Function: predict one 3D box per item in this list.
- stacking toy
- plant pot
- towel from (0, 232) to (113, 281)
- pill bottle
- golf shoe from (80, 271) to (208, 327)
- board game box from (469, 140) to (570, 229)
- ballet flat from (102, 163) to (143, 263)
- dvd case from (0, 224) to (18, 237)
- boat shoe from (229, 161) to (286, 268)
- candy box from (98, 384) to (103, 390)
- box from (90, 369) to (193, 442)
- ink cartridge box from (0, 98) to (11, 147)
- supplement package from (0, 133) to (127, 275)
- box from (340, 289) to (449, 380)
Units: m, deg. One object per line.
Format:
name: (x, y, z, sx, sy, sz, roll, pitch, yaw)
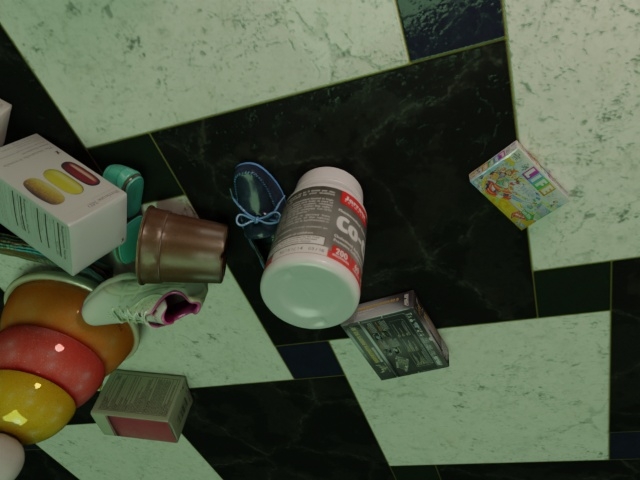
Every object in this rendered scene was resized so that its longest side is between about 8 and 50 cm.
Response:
stacking toy: (-0.663, 0.335, 1.210, 0.350, 0.480, 0.351, 5, 131, 6)
plant pot: (-0.277, 0.018, 1.089, 0.165, 0.167, 0.167, 6, 132, -6)
towel: (-0.659, 0.020, 1.132, 0.369, 0.040, 0.271, 13, 167, -5)
pill bottle: (0.000, 0.000, 0.930, 0.161, 0.283, 0.161, 5, 131, 6)
golf shoe: (-0.395, 0.139, 1.174, 0.306, 0.140, 0.115, -20, 132, 3)
board game box: (0.360, -0.096, 0.954, 0.154, 0.026, 0.103, 37, 127, -20)
ballet flat: (-0.418, -0.060, 1.102, 0.087, 0.083, 0.247, 32, 133, 14)
dvd case: (-0.735, -0.034, 1.114, 0.180, 0.022, 0.253, 13, 167, 0)
boat shoe: (-0.105, -0.033, 1.050, 0.108, 0.089, 0.258, -11, 128, 19)
candy box: (-0.738, 0.379, 1.563, 0.105, 0.027, 0.206, -3, 130, 10)
box: (-0.512, 0.481, 1.530, 0.232, 0.149, 0.127, 3, 132, 8)
ink cartridge box: (-0.737, -0.225, 0.923, 0.272, 0.198, 0.115, 29, 129, -15)
supplement package: (-0.507, -0.072, 1.003, 0.244, 0.139, 0.134, 31, 133, 13)
box: (0.180, 0.232, 1.252, 0.183, 0.056, 0.231, -19, 125, 25)
